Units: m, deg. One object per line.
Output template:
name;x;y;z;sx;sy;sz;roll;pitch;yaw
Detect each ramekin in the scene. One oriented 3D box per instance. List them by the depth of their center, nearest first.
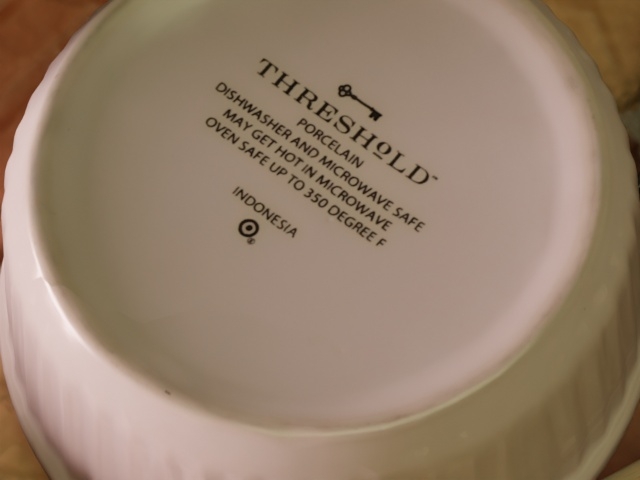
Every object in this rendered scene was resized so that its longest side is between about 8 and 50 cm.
ramekin;0.000;0.000;0.692;0.273;0.127;0.273;-1;64;2

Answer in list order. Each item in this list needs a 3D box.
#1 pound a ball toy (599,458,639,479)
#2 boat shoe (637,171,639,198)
pound a ball toy;0.167;0.187;0.706;0.319;0.136;0.208;-31;47;-12
boat shoe;0.191;-0.094;0.809;0.073;0.080;0.223;35;66;9
